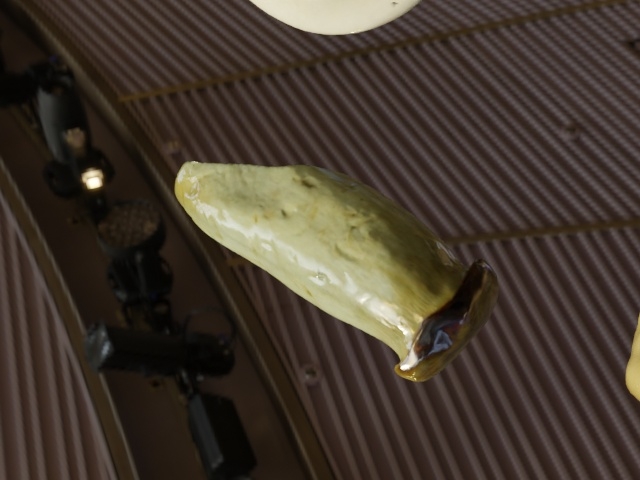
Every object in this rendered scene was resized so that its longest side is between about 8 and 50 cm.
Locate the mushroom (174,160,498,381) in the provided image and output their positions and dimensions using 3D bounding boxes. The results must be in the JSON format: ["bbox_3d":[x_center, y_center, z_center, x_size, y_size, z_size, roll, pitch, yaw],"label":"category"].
[{"bbox_3d":[0.003,-0.003,0.897,0.333,0.087,0.107,33,-96,42],"label":"mushroom"}]

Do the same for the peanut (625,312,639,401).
[{"bbox_3d":[0.236,-0.009,0.370,0.147,0.319,0.147,16,-128,-22],"label":"peanut"}]

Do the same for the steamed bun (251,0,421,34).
[{"bbox_3d":[-0.008,-0.269,0.791,0.164,0.242,0.146,-21,-161,36],"label":"steamed bun"}]
